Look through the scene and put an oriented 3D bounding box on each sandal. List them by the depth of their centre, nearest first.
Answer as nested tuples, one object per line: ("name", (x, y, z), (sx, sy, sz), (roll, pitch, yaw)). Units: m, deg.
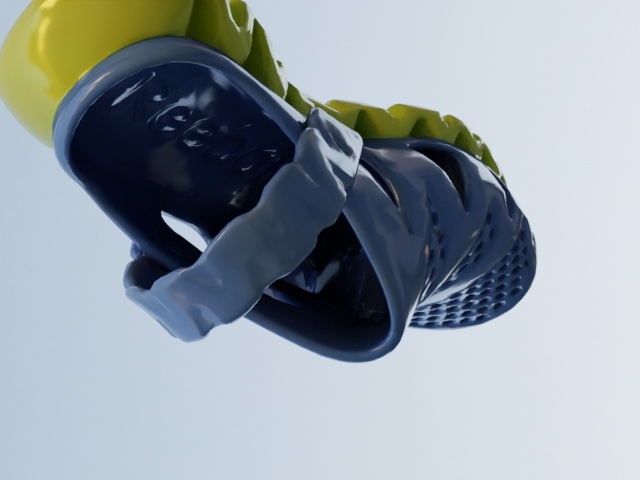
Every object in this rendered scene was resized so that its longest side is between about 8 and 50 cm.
("sandal", (0.000, 0.000, 0.617), (0.126, 0.138, 0.317), (-41, -35, 23))
